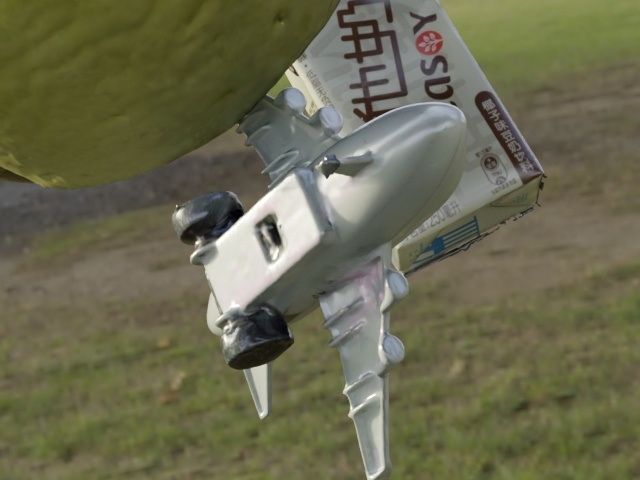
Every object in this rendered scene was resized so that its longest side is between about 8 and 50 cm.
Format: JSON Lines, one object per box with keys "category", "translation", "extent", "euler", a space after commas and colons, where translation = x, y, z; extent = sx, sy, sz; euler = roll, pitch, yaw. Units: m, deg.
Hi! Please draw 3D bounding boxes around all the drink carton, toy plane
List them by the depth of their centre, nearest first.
{"category": "toy plane", "translation": [-0.004, 0.001, 0.855], "extent": [0.101, 0.251, 0.255], "euler": [-10, -21, -33]}
{"category": "drink carton", "translation": [0.100, -0.146, 1.855], "extent": [0.194, 0.324, 0.132], "euler": [-28, -15, -5]}

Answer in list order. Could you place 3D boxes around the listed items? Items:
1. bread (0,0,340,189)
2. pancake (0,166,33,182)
{"category": "bread", "translation": [-0.127, -0.197, 0.888], "extent": [0.320, 0.237, 0.320], "euler": [-25, 40, 23]}
{"category": "pancake", "translation": [-0.210, -0.133, 1.271], "extent": [0.387, 0.082, 0.387], "euler": [-11, -20, -4]}
